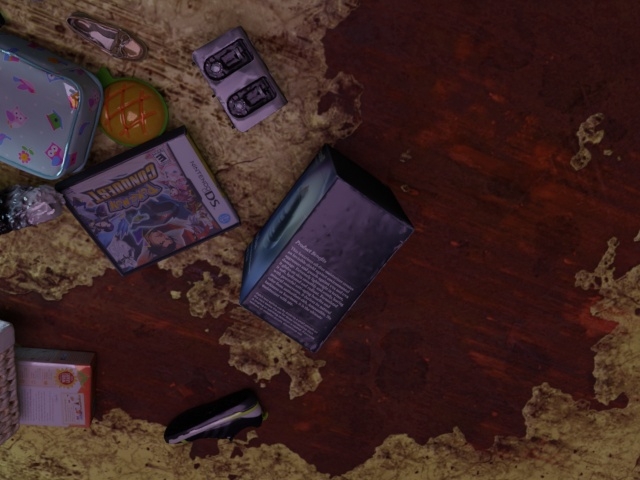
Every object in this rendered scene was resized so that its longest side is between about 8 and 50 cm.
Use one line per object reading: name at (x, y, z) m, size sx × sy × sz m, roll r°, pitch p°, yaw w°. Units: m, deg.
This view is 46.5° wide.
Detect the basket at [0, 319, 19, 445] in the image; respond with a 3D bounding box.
basket at (-0.804, 0.301, 1.419) m, size 0.329 × 0.331 × 0.266 m, roll 11°, pitch 116°, yaw 16°

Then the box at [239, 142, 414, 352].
box at (0.000, 0.000, 1.421) m, size 0.183 × 0.296 × 0.294 m, roll 35°, pitch 102°, yaw -14°

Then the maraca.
maraca at (-0.376, -0.252, 1.412) m, size 0.186 × 0.099 × 0.127 m, roll 28°, pitch 90°, yaw 3°

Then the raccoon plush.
raccoon plush at (-0.719, -0.139, 1.379) m, size 0.447 × 0.216 × 0.299 m, roll -16°, pitch 104°, yaw -2°

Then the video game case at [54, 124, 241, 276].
video game case at (-0.331, -0.069, 1.466) m, size 0.275 × 0.035 × 0.248 m, roll -24°, pitch 130°, yaw 4°

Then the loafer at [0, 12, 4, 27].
loafer at (-0.654, -0.433, 1.351) m, size 0.170 × 0.062 × 0.061 m, roll 39°, pitch 111°, yaw -5°

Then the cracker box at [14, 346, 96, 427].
cracker box at (-0.607, 0.315, 1.608) m, size 0.233 × 0.067 × 0.155 m, roll 5°, pitch 109°, yaw -6°

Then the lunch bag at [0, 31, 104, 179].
lunch bag at (-0.551, -0.244, 1.368) m, size 0.279 × 0.108 × 0.223 m, roll 24°, pitch 114°, yaw 7°

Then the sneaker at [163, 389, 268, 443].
sneaker at (-0.232, 0.420, 1.662) m, size 0.235 × 0.084 × 0.097 m, roll -21°, pitch 110°, yaw 4°

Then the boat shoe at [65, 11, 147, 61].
boat shoe at (-0.399, -0.378, 1.390) m, size 0.153 × 0.048 × 0.056 m, roll 29°, pitch 105°, yaw -13°

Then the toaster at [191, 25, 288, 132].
toaster at (-0.146, -0.293, 1.379) m, size 0.110 × 0.185 × 0.168 m, roll -30°, pitch 101°, yaw 4°
